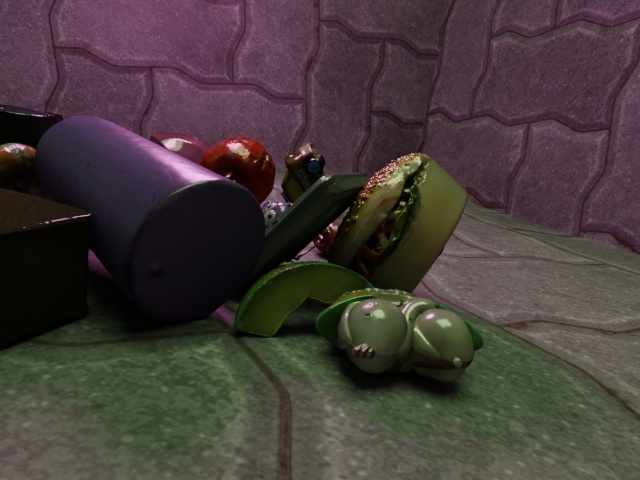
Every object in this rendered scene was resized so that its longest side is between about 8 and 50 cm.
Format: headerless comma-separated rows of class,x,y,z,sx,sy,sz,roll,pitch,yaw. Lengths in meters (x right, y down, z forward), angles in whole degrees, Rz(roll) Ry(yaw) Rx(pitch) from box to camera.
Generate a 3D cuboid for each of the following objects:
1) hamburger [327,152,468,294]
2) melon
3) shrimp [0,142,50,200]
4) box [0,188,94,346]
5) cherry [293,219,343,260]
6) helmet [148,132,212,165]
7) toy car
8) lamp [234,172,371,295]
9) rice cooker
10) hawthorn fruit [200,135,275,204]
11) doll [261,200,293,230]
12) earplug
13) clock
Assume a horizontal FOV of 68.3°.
hamburger,0.136,-0.024,0.866,0.170,0.302,0.302,33,16,6
melon,-0.018,0.084,0.698,0.210,0.118,0.064,11,7,-21
shrimp,-0.557,-0.089,0.817,0.068,0.185,0.287,33,20,-6
box,-0.422,0.034,0.527,0.184,0.143,0.273,15,14,16
cherry,0.000,0.000,1.126,0.225,0.090,0.107,-13,37,-39
helmet,-0.495,-0.287,1.722,0.338,0.197,0.271,3,12,-24
toy car,-0.054,-0.207,1.710,0.198,0.248,0.204,-27,11,10
lamp,-0.031,-0.021,0.852,0.047,0.269,0.266,50,19,6
rice cooker,-0.753,-0.214,1.150,0.267,0.224,0.267,8,14,-2
hawthorn fruit,-0.265,-0.202,1.446,0.242,0.241,0.271,11,13,4
doll,-0.121,-0.019,0.975,0.067,0.206,0.110,25,44,-33
earplug,-0.307,-0.072,0.759,0.456,0.215,0.215,31,23,36
clock,0.107,0.125,0.627,0.231,0.103,0.144,6,15,-9
